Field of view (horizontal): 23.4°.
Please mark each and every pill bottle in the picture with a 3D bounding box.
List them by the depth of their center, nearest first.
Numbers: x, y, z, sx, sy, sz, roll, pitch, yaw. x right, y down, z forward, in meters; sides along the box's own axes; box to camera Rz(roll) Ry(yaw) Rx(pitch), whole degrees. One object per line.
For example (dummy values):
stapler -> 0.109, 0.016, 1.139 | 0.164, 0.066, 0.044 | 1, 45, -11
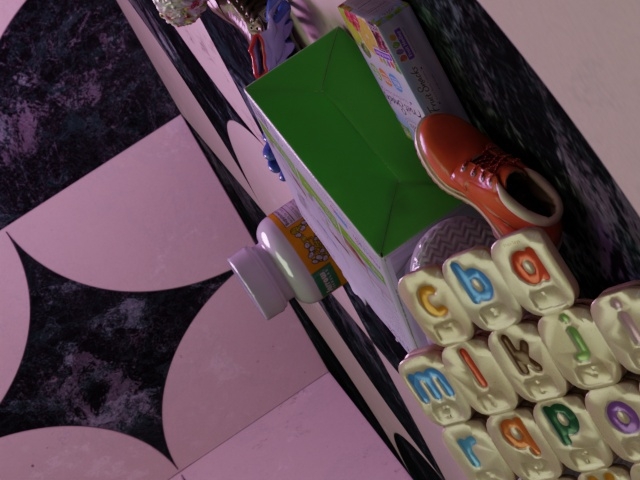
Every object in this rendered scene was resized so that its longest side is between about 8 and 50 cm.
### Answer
pill bottle -> 0.000, 0.000, 1.808 | 0.117, 0.208, 0.117 | 56, 173, 10

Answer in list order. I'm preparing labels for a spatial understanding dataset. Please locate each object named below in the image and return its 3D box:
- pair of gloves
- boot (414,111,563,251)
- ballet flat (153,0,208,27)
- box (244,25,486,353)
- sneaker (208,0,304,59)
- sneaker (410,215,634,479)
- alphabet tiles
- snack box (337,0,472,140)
pair of gloves -> -0.046, -0.166, 1.678 | 0.159, 0.023, 0.198 | -63, -30, -63
boot -> 0.137, -0.056, 1.237 | 0.158, 0.059, 0.084 | 46, 167, 17
ballet flat -> -0.150, -0.329, 1.683 | 0.077, 0.091, 0.241 | 31, 142, 38
box -> 0.060, -0.038, 1.548 | 0.262, 0.127, 0.231 | 52, 172, 35
sneaker -> -0.069, -0.261, 1.776 | 0.188, 0.066, 0.071 | 53, 156, -7
sneaker -> 0.182, 0.134, 1.434 | 0.366, 0.137, 0.210 | 55, 172, -10
alphabet tiles -> 0.187, 0.122, 1.227 | 0.284, 0.021, 0.278 | -24, 103, 50
snack box -> 0.075, -0.142, 1.323 | 0.141, 0.037, 0.100 | 59, 174, -25
